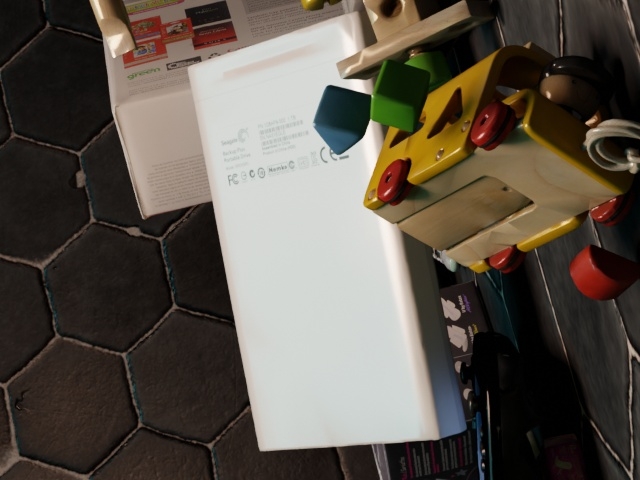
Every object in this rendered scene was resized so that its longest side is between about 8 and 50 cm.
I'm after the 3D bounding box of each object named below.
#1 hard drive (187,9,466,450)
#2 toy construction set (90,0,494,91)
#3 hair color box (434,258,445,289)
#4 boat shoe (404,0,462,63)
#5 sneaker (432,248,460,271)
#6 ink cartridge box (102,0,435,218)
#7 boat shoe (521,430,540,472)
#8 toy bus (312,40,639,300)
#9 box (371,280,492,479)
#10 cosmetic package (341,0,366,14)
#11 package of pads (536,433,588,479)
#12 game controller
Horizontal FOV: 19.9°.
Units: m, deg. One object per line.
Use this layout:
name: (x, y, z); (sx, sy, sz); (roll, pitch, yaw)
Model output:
hard drive: (0.000, 0.000, 1.565); (0.233, 0.047, 0.353); (-11, 89, 48)
toy construction set: (-0.017, -0.204, 1.345); (0.257, 0.309, 0.237); (-23, -86, -85)
hair color box: (0.042, -0.086, 2.073); (0.185, 0.110, 0.338); (-14, -88, -75)
boat shoe: (0.082, -0.177, 1.546); (0.207, 0.073, 0.073); (90, 168, -80)
sneaker: (0.109, 0.005, 1.944); (0.098, 0.069, 0.038); (-107, 4, -51)
ink cartridge box: (-0.051, -0.172, 1.811); (0.272, 0.310, 0.130); (-106, 4, -59)
boat shoe: (0.194, 0.231, 1.679); (0.133, 0.042, 0.049); (-109, 8, -49)
toy bus: (0.116, -0.061, 1.053); (0.191, 0.202, 0.104); (68, -144, -55)
box: (0.118, 0.181, 1.904); (0.247, 0.142, 0.163); (81, 174, -57)
cosmetic package: (0.052, -0.270, 1.593); (0.231, 0.086, 0.117); (104, 152, -82)
package of pads: (0.197, 0.192, 1.486); (0.083, 0.032, 0.050); (87, 170, -72)
game controller: (0.147, 0.167, 1.522); (0.319, 0.067, 0.166); (-13, -71, -86)
